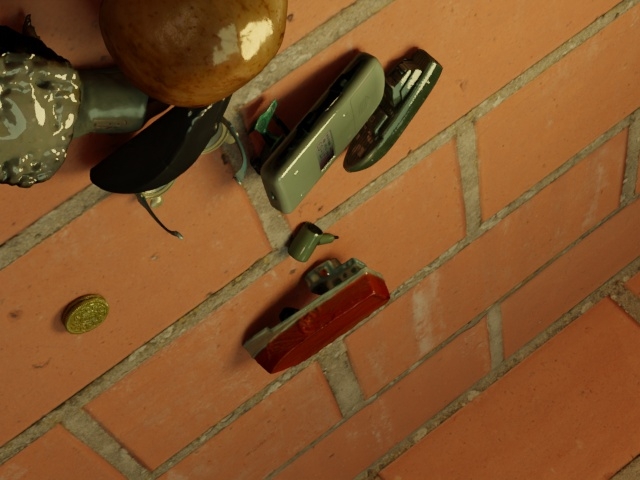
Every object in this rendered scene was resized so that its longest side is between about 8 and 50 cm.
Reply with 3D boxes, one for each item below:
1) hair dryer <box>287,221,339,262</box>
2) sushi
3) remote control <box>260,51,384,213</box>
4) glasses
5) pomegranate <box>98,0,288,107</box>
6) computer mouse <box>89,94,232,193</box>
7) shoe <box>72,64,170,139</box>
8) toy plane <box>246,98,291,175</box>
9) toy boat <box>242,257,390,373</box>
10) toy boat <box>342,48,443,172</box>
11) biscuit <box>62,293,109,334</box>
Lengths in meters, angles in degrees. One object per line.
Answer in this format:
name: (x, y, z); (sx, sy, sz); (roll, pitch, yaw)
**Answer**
hair dryer: (0.000, 0.000, 2.135); (0.150, 0.047, 0.071); (-6, 136, -56)
sushi: (-0.428, -0.170, 1.230); (0.343, 0.182, 0.196); (-9, 134, -46)
remote control: (0.008, -0.186, 1.796); (0.296, 0.056, 0.140); (-52, 160, -16)
glasses: (-0.199, -0.104, 1.601); (0.190, 0.220, 0.088); (-40, 113, 2)
pomegranate: (-0.161, -0.291, 1.343); (0.248, 0.248, 0.248); (-30, 150, -20)
computer mouse: (-0.215, -0.137, 1.528); (0.270, 0.086, 0.137); (-33, -168, 29)
shoe: (-0.276, -0.186, 1.470); (0.251, 0.100, 0.103); (-26, 146, -33)
toy plane: (-0.072, -0.151, 1.814); (0.096, 0.060, 0.235); (-47, 156, -5)
toy boat: (-0.023, 0.150, 2.241); (0.332, 0.133, 0.145); (-36, 158, 13)
toy boat: (0.118, -0.229, 1.922); (0.085, 0.078, 0.260); (20, 115, -38)
biscuit: (-0.403, 0.126, 1.831); (0.084, 0.023, 0.084); (-29, 148, -20)
